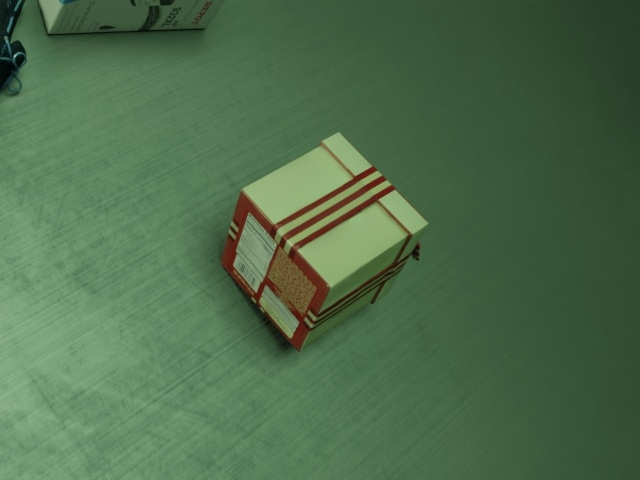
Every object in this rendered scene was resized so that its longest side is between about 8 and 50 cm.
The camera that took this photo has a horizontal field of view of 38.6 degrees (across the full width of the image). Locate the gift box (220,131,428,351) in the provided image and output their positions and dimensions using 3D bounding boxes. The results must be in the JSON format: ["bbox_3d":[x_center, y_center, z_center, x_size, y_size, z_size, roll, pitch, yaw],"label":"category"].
[{"bbox_3d":[0.000,0.000,1.547,0.258,0.276,0.255,-32,75,-31],"label":"gift box"}]

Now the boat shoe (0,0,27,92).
[{"bbox_3d":[-0.512,-0.307,1.463,0.089,0.109,0.258,10,68,-29],"label":"boat shoe"}]

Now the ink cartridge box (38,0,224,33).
[{"bbox_3d":[-0.309,-0.465,1.566,0.307,0.223,0.129,-11,77,-32],"label":"ink cartridge box"}]
